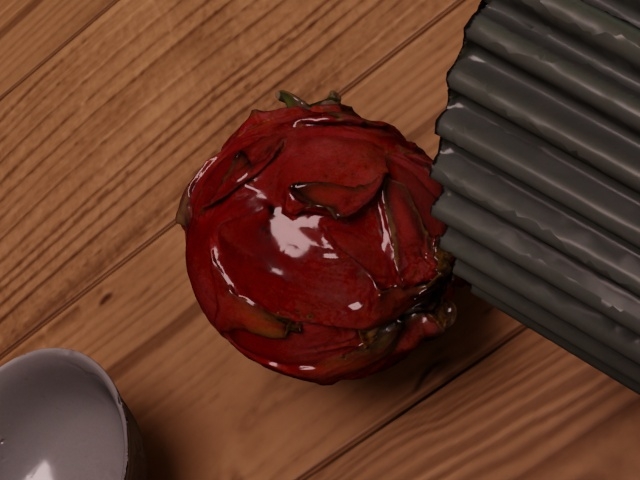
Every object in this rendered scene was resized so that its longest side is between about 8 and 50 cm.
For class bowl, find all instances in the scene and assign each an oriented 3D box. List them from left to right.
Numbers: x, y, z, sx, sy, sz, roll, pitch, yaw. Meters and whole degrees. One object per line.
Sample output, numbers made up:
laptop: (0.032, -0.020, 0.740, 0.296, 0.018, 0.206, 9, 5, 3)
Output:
bowl: (-0.172, 0.173, 0.997, 0.189, 0.086, 0.189, -18, 58, 31)

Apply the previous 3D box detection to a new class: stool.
stool: (0.263, -0.014, 0.635, 0.330, 0.297, 0.297, 38, 92, 39)

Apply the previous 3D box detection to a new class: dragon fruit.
dragon fruit: (0.000, 0.000, 0.901, 0.172, 0.172, 0.209, -44, 37, 10)
